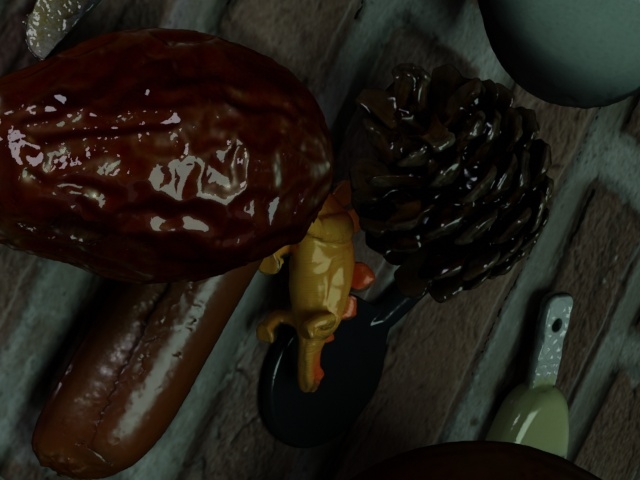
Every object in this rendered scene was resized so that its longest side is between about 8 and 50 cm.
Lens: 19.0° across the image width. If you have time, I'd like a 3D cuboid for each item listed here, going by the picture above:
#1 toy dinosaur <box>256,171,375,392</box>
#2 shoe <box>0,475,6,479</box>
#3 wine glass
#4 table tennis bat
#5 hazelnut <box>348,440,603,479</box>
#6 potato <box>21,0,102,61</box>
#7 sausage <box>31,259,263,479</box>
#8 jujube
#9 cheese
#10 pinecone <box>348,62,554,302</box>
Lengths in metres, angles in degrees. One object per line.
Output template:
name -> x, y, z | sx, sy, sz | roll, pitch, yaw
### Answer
toy dinosaur -> 0.000, 0.000, 1.700 | 0.117, 0.070, 0.288 | -26, 122, -49
shoe -> -0.219, 0.270, 1.519 | 0.316, 0.159, 0.124 | 33, 83, -52
wine glass -> 0.109, -0.277, 1.568 | 0.406, 0.267, 0.267 | 13, 98, -43
table tennis bat -> 0.032, 0.098, 1.810 | 0.236, 0.027, 0.150 | -43, 133, -24
hazelnut -> 0.159, 0.376, 1.801 | 0.353, 0.421, 0.420 | -86, 178, -67
potato -> -0.194, -0.174, 1.443 | 0.093, 0.037, 0.036 | -51, -179, -17
sausage -> -0.124, 0.054, 1.573 | 0.102, 0.102, 0.330 | 39, 79, -48
jujube -> -0.129, -0.057, 1.431 | 0.290, 0.197, 0.197 | -1, 109, -30
cheese -> 0.227, 0.167, 2.032 | 0.127, 0.050, 0.235 | -5, 109, -43
pinecone -> 0.110, -0.053, 1.650 | 0.204, 0.179, 0.184 | 43, 33, -59
